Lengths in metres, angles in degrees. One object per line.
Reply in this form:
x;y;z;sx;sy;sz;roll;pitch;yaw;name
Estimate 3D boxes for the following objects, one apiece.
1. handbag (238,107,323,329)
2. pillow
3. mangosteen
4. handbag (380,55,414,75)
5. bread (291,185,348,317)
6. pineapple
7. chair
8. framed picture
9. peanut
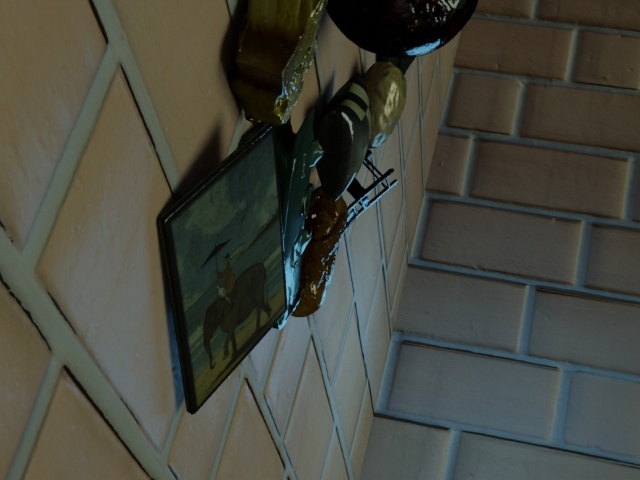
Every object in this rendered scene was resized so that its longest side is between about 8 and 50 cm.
-0.066;-0.038;1.789;0.238;0.089;0.326;-61;158;-62;handbag
0.046;-0.205;2.143;0.250;0.106;0.186;-67;163;-64;pillow
0.130;-0.470;1.965;0.297;0.293;0.297;-20;120;-40;mangosteen
0.197;-0.500;2.706;0.223;0.080;0.247;-67;162;-47;handbag
-0.002;-0.001;2.126;0.124;0.084;0.344;87;17;-48;bread
-0.062;-0.268;1.565;0.186;0.114;0.236;-47;147;-70;pineapple
0.050;-0.094;2.345;0.229;0.113;0.106;-42;163;-2;chair
-0.126;0.041;1.543;0.265;0.016;0.347;-46;144;-44;framed picture
0.129;-0.300;2.462;0.233;0.110;0.196;-27;134;-76;peanut
